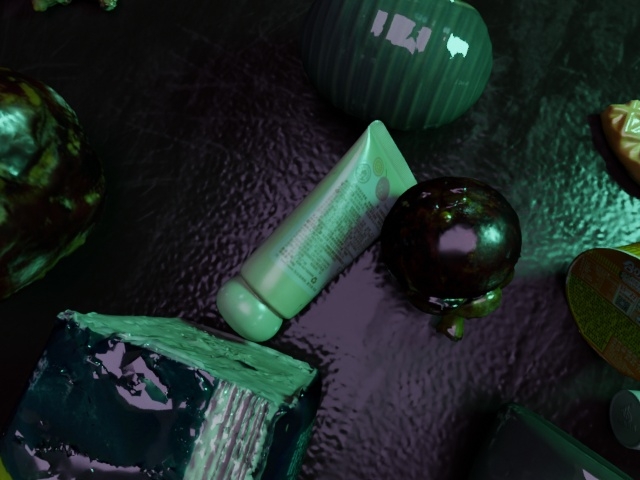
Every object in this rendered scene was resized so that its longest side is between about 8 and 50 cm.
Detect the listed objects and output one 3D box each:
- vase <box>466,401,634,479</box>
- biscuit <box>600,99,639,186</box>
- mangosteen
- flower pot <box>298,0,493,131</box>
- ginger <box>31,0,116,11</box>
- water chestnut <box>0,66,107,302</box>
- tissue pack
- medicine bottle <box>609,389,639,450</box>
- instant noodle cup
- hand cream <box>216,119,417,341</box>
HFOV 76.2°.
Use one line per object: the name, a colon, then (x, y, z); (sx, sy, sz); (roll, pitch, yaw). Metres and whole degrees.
vase: (0.194, 0.354, 0.431); (0.173, 0.173, 0.321); (33, 90, 9)
biscuit: (0.562, -0.127, 0.548); (0.309, 0.040, 0.204); (-11, 79, 2)
mangosteen: (0.161, 0.010, 0.500); (0.173, 0.184, 0.172); (-27, 39, 24)
flower pot: (0.094, -0.238, 0.520); (0.243, 0.189, 0.157); (22, 124, 3)
ginger: (-0.469, -0.431, 0.658); (0.291, 0.084, 0.122); (6, 102, 1)
water chestnut: (-0.453, -0.050, 0.496); (0.336, 0.346, 0.335); (17, 44, -16)
tissue pack: (-0.171, 0.294, 0.403); (0.254, 0.264, 0.416); (20, 82, 8)
medicine bottle: (0.422, 0.217, 0.473); (0.131, 0.080, 0.080); (6, 80, 5)
instant noodle cup: (0.425, 0.059, 0.474); (0.185, 0.168, 0.168); (-17, 79, -7)
hand cream: (0.000, 0.000, 0.526); (0.306, 0.147, 0.093); (-43, 37, -2)
